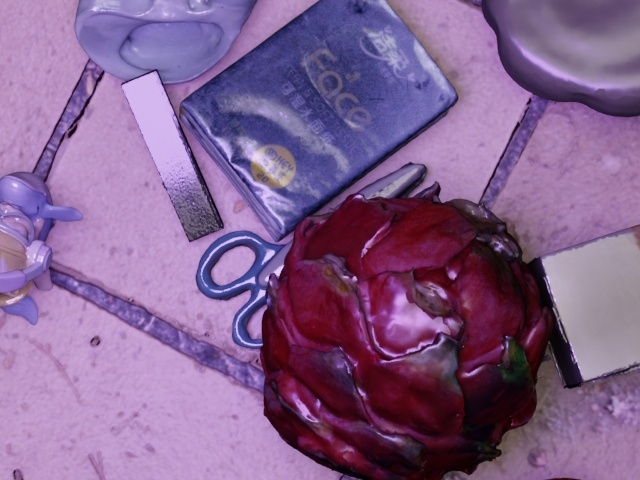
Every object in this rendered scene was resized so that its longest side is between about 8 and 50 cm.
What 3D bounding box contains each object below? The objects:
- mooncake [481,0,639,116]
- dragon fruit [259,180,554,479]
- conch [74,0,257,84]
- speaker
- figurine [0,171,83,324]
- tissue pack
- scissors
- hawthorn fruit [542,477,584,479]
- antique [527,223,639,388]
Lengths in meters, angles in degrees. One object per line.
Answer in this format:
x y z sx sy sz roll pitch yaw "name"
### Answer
0.310 -0.266 1.874 0.275 0.135 0.275 0 83 4 "mooncake"
0.084 0.106 1.761 0.329 0.329 0.329 0 85 1 "dragon fruit"
-0.166 -0.271 1.885 0.221 0.121 0.185 -27 97 15 "conch"
-0.165 -0.094 1.889 0.046 0.040 0.191 -23 100 -1 "speaker"
-0.343 0.010 1.847 0.128 0.184 0.208 19 128 4 "figurine"
-0.003 -0.147 1.873 0.257 0.081 0.185 -38 88 -13 "tissue pack"
0.000 0.000 1.900 0.289 0.041 0.138 -35 78 -1 "scissors"
0.251 0.344 1.814 0.179 0.173 0.173 -40 86 16 "hawthorn fruit"
0.314 0.073 1.839 0.148 0.147 0.152 -19 85 -3 "antique"
